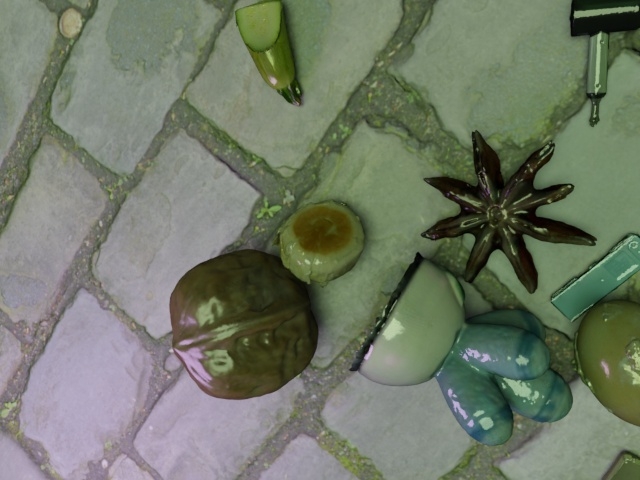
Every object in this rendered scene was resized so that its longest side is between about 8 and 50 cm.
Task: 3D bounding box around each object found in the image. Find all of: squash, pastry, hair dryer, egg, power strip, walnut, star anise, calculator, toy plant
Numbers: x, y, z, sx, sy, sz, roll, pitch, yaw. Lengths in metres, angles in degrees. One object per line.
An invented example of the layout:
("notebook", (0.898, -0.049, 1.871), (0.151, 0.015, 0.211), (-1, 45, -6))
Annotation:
("squash", (-0.084, -0.332, 1.036), (0.090, 0.075, 0.200), (-21, 94, -4))
("pastry", (0.000, 0.000, 1.031), (0.166, 0.165, 0.088), (28, 148, 13))
("hair dryer", (0.429, -0.272, 0.886), (0.101, 0.057, 0.197), (3, 109, 19))
("egg", (0.480, 0.185, 0.886), (0.164, 0.164, 0.201), (-34, 81, 21))
("power strip", (0.506, 0.441, 0.989), (0.076, 0.028, 0.168), (29, 106, 12))
("walnut", (-0.140, 0.147, 1.041), (0.227, 0.273, 0.273), (26, 111, 52))
("star anise", (0.297, -0.046, 0.943), (0.288, 0.088, 0.288), (12, 114, 29))
("calculator", (0.455, 0.060, 0.944), (0.057, 0.018, 0.172), (46, 111, 8))
("toy plant", (0.243, 0.191, 0.938), (0.332, 0.247, 0.247), (29, 107, 10))
